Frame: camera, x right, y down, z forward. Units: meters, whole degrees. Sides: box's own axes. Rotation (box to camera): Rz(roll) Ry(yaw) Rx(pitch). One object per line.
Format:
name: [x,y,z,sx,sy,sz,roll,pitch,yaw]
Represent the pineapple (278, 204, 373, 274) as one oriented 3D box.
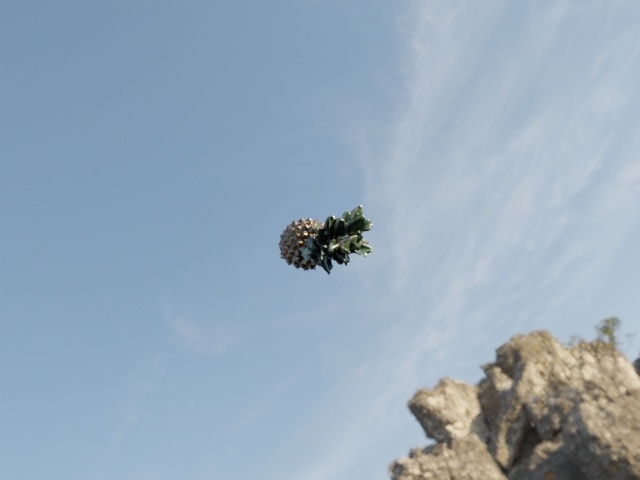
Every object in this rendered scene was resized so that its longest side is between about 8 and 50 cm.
pineapple: [0.001,0.001,1.109,0.103,0.083,0.221,-33,11,-20]
